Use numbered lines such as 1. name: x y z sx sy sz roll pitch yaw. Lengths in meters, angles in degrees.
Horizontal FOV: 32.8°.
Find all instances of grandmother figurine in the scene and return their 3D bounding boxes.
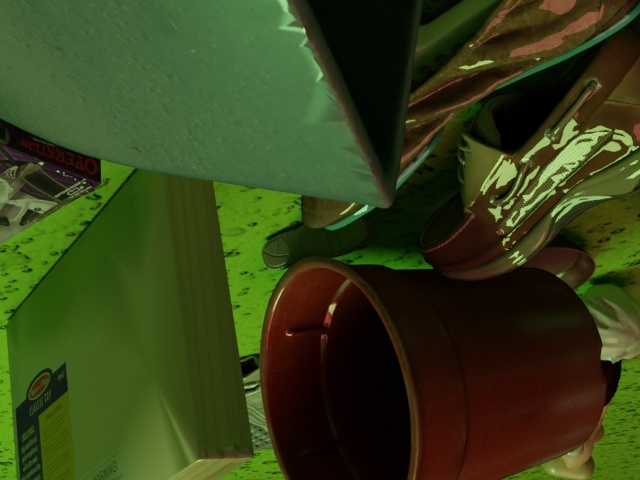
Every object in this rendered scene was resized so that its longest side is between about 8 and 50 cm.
1. grandmother figurine: 0.344 0.183 1.398 0.104 0.208 0.342 9 140 10

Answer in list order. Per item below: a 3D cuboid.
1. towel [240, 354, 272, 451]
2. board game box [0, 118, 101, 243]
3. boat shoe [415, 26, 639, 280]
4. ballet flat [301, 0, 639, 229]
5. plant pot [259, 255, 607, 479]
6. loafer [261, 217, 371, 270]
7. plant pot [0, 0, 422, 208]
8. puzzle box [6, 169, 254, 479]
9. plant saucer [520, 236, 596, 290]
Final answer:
1. towel: -0.165 0.261 1.540 0.312 0.056 0.324 -15 153 16
2. board game box: -0.372 -0.028 0.901 0.346 0.056 0.208 -26 145 33
3. boat shoe: 0.176 -0.075 0.899 0.120 0.123 0.324 37 141 -12
4. ballet flat: 0.065 -0.127 0.764 0.124 0.116 0.342 33 137 -25
5. plant pot: 0.119 0.138 1.080 0.265 0.272 0.272 -6 157 -32
6. loafer: 0.000 0.000 1.072 0.125 0.045 0.039 -17 170 33
7. plant pot: -0.097 -0.176 0.464 0.252 0.248 0.247 2 158 16
8. puzzle box: -0.197 0.127 1.011 0.052 0.272 0.409 5 153 -33
9. plant saucer: 0.219 0.034 1.211 0.168 0.029 0.168 -7 155 -3
